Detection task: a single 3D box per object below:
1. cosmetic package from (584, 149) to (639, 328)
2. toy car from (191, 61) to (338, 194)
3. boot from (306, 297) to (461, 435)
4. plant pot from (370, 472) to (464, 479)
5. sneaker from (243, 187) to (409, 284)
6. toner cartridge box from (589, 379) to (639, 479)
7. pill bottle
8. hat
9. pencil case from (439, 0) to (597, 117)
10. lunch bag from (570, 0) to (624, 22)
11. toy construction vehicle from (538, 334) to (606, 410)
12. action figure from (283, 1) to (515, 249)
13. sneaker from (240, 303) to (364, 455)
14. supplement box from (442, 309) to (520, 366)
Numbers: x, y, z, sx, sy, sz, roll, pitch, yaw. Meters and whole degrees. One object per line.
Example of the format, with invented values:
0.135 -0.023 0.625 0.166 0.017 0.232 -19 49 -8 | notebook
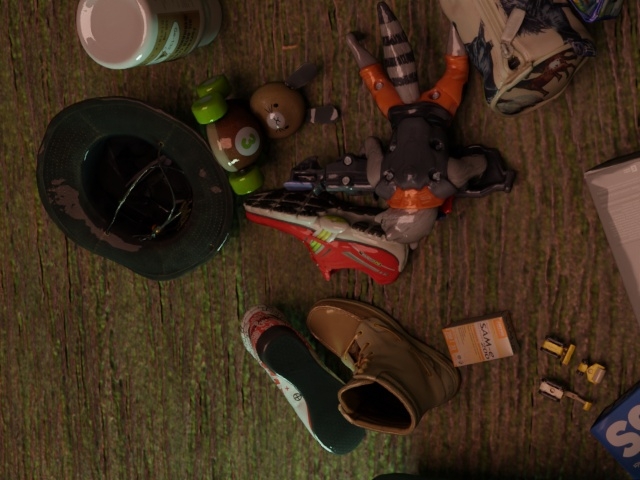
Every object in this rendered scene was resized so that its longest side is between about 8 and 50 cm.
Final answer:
0.448 -0.001 1.688 0.107 0.127 0.238 -16 93 29 | cosmetic package
-0.074 -0.186 1.908 0.188 0.149 0.155 -22 115 11 | toy car
0.061 0.185 1.882 0.262 0.203 0.095 32 114 16 | boot
0.218 0.486 1.827 0.334 0.341 0.341 7 106 34 | plant pot
0.000 0.000 1.931 0.279 0.107 0.118 18 119 25 | sneaker
0.547 0.206 1.716 0.165 0.075 0.348 46 118 7 | toner cartridge box
-0.247 -0.330 1.898 0.131 0.229 0.131 7 105 25 | pill bottle
-0.276 -0.106 2.025 0.331 0.134 0.331 8 121 14 | hat
0.198 -0.368 1.665 0.160 0.183 0.410 -31 79 11 | pencil case
0.358 -0.360 1.642 0.096 0.129 0.151 -1 101 27 | lunch bag
0.358 0.191 1.836 0.098 0.035 0.086 23 101 18 | toy construction vehicle
0.090 -0.150 1.794 0.341 0.178 0.330 -8 81 15 | action figure
-0.029 0.213 2.008 0.090 0.145 0.270 -38 120 -5 | sneaker
0.238 0.146 1.880 0.098 0.036 0.062 -16 95 29 | supplement box
